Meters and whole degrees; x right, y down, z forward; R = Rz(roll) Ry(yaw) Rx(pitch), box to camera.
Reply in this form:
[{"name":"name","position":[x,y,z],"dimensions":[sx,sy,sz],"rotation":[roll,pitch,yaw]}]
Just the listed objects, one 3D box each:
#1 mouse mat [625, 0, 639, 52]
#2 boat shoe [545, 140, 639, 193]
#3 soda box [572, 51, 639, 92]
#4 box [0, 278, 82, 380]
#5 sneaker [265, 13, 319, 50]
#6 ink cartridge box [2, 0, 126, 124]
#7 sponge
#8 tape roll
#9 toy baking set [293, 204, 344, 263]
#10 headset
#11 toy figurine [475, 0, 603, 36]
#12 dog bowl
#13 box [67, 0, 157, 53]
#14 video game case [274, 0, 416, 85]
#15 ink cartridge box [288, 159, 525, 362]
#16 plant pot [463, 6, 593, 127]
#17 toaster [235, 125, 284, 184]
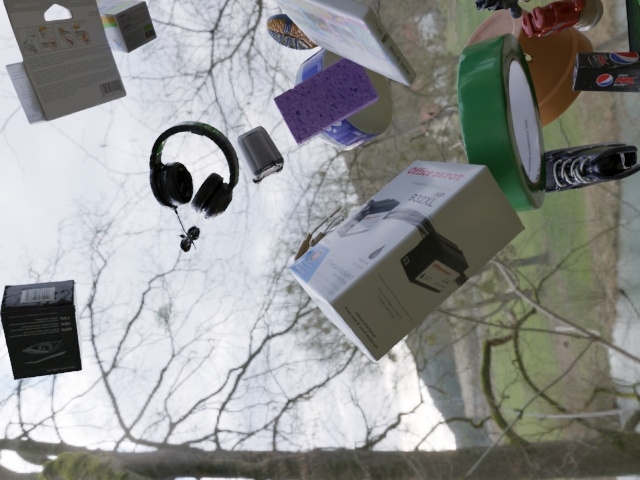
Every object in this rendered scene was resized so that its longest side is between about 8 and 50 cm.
[{"name":"mouse mat","position":[0.685,-0.420,1.092],"dimensions":[0.007,0.152,0.190],"rotation":[-39,-59,-37]},{"name":"boat shoe","position":[0.689,-0.198,1.529],"dimensions":[0.158,0.340,0.127],"rotation":[-50,-57,-76]},{"name":"soda box","position":[0.582,-0.326,1.079],"dimensions":[0.060,0.168,0.053],"rotation":[75,-153,-51]},{"name":"box","position":[-0.647,0.209,1.308],"dimensions":[0.108,0.153,0.207],"rotation":[-123,35,-52]},{"name":"sneaker","position":[-0.023,-0.671,1.737],"dimensions":[0.112,0.296,0.131],"rotation":[130,141,-67]},{"name":"ink cartridge box","position":[-0.620,-0.444,1.347],"dimensions":[0.296,0.066,0.261],"rotation":[-52,-46,-58]},{"name":"sponge","position":[0.012,-0.312,1.234],"dimensions":[0.117,0.210,0.031],"rotation":[61,-178,5]},{"name":"tape roll","position":[0.342,-0.209,1.030],"dimensions":[0.321,0.077,0.322],"rotation":[19,-113,-56]},{"name":"toy baking set","position":[-0.005,0.003,1.787],"dimensions":[0.030,0.196,0.256],"rotation":[41,-130,-22]},{"name":"headset","position":[-0.357,-0.149,1.591],"dimensions":[0.185,0.243,0.395],"rotation":[-70,-5,-64]},{"name":"toy figurine","position":[0.372,-0.456,0.911],"dimensions":[0.209,0.148,0.213],"rotation":[52,152,44]},{"name":"dog bowl","position":[0.066,-0.375,1.447],"dimensions":[0.264,0.104,0.265],"rotation":[18,-116,-39]},{"name":"box","position":[-0.567,-0.589,1.519],"dimensions":[0.114,0.203,0.103],"rotation":[-47,-37,-36]},{"name":"video game case","position":[0.019,-0.233,0.611],"dimensions":[0.019,0.157,0.143],"rotation":[-58,-29,5]},{"name":"ink cartridge box","position":[0.126,0.014,0.896],"dimensions":[0.129,0.307,0.223],"rotation":[52,172,-19]},{"name":"plant pot","position":[0.493,-0.444,1.399],"dimensions":[0.203,0.290,0.291],"rotation":[26,-129,-27]},{"name":"toaster","position":[-0.205,-0.286,1.866],"dimensions":[0.147,0.129,0.227],"rotation":[60,174,0]}]
